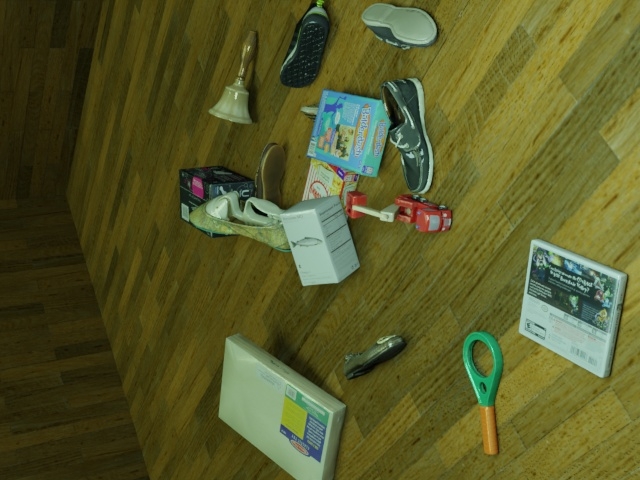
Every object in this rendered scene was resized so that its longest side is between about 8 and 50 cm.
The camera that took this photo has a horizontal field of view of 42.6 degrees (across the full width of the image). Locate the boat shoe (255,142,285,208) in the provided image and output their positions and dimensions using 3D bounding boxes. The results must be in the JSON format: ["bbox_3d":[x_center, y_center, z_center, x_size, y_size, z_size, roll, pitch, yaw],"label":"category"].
[{"bbox_3d":[-0.142,-0.165,2.167,0.073,0.073,0.206,38,129,44],"label":"boat shoe"}]

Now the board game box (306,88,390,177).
[{"bbox_3d":[0.062,-0.236,1.782,0.210,0.047,0.160,26,104,52],"label":"board game box"}]

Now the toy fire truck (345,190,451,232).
[{"bbox_3d":[0.151,-0.058,1.624,0.192,0.135,0.047,30,122,54],"label":"toy fire truck"}]

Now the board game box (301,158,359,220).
[{"bbox_3d":[0.020,-0.115,1.929,0.147,0.045,0.193,50,137,43],"label":"board game box"}]

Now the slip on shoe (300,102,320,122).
[{"bbox_3d":[-0.003,-0.305,1.935,0.041,0.051,0.135,-54,25,-5],"label":"slip on shoe"}]

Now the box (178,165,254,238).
[{"bbox_3d":[-0.302,-0.115,2.389,0.247,0.142,0.163,27,120,57],"label":"box"}]

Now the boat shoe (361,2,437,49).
[{"bbox_3d":[0.165,-0.415,1.622,0.206,0.075,0.065,36,169,45],"label":"boat shoe"}]

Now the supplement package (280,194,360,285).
[{"bbox_3d":[0.000,0.000,1.857,0.105,0.105,0.179,-8,107,37],"label":"supplement package"}]

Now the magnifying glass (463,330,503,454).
[{"bbox_3d":[0.311,0.285,1.540,0.092,0.026,0.230,-2,92,60],"label":"magnifying glass"}]

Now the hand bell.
[{"bbox_3d":[-0.217,-0.451,2.231,0.126,0.126,0.242,36,115,52],"label":"hand bell"}]

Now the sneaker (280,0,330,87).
[{"bbox_3d":[-0.029,-0.461,1.933,0.234,0.084,0.097,124,155,-47],"label":"sneaker"}]

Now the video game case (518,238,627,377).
[{"bbox_3d":[0.406,0.106,1.336,0.190,0.022,0.173,31,122,55],"label":"video game case"}]

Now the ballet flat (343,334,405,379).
[{"bbox_3d":[0.111,0.252,1.825,0.250,0.084,0.058,-50,55,59],"label":"ballet flat"}]

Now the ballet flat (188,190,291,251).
[{"bbox_3d":[-0.200,-0.068,2.138,0.349,0.123,0.123,16,113,28],"label":"ballet flat"}]

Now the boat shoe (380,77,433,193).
[{"bbox_3d":[0.167,-0.205,1.626,0.084,0.079,0.233,-9,89,58],"label":"boat shoe"}]

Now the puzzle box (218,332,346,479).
[{"bbox_3d":[-0.112,0.454,2.167,0.409,0.052,0.272,29,121,36],"label":"puzzle box"}]
